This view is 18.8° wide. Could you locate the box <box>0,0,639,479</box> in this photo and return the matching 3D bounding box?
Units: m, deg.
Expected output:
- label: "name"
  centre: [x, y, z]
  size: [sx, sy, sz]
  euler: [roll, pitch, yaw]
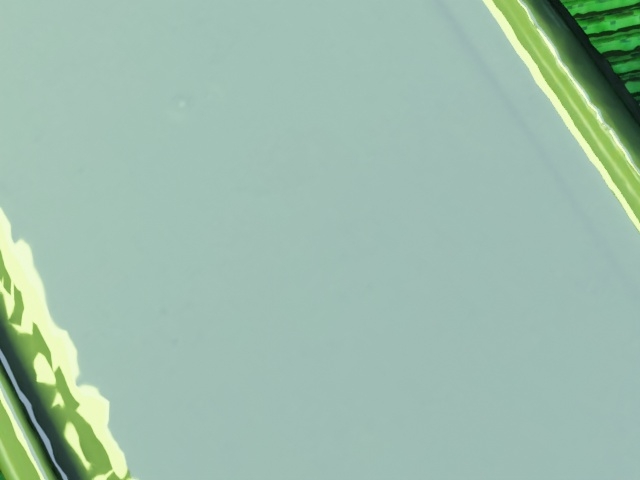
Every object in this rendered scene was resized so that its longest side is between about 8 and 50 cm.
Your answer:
- label: "box"
  centre: [0.000, 0.000, 0.429]
  size: [0.138, 0.178, 0.274]
  euler: [-31, 68, 3]
